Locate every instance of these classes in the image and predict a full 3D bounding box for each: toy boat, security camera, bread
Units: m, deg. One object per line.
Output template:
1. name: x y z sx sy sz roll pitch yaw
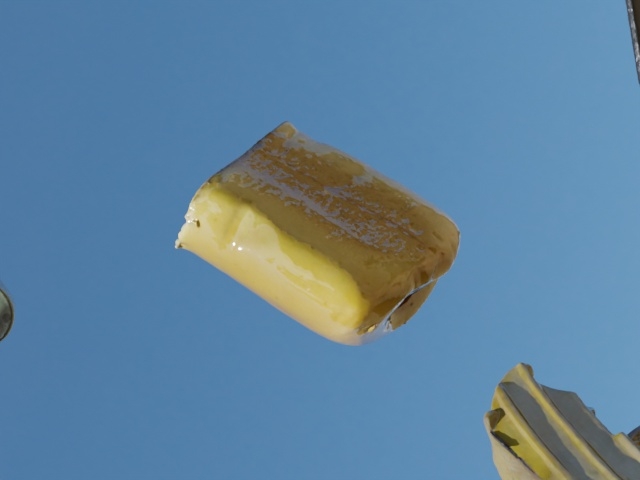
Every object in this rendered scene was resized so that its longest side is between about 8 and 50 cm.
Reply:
1. toy boat: 0.223 0.185 1.020 0.115 0.310 0.089 -30 -45 -14
2. security camera: -0.267 0.051 1.283 0.092 0.058 0.058 -124 39 -82
3. bread: -0.001 0.002 1.093 0.134 0.173 0.085 -39 -25 -44

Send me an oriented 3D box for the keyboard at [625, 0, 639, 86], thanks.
1. keyboard: 0.207 -0.166 0.971 0.103 0.041 0.381 4 -109 -54
